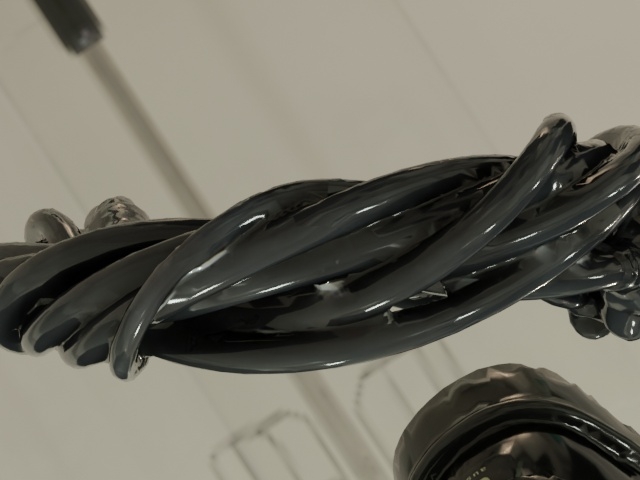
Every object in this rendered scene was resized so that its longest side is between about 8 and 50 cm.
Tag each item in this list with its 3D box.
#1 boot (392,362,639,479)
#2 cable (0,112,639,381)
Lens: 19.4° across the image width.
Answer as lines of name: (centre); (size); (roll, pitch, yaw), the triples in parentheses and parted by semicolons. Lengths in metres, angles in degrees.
boot: (0.180, 0.214, 0.767); (0.131, 0.348, 0.260); (-54, -157, 16)
cable: (0.000, 0.000, 0.391); (0.150, 0.047, 0.184); (-1, -178, 23)
